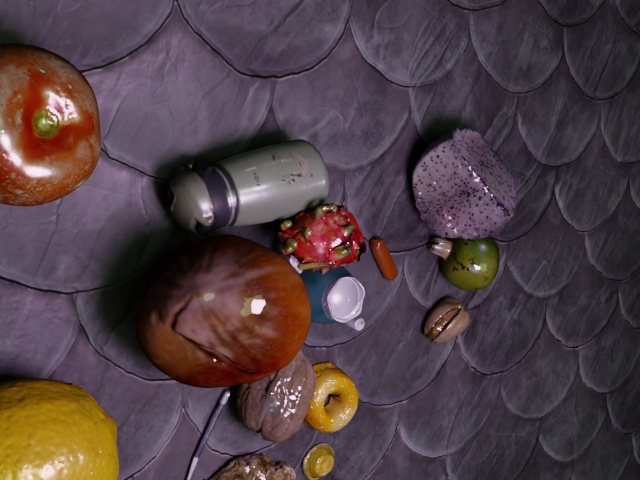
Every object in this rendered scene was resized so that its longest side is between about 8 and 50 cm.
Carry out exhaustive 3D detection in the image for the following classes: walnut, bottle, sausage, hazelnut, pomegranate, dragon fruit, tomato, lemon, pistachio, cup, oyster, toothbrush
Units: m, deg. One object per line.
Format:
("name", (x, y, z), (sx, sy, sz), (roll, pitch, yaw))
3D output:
("walnut", (-0.102, 0.349, 1.586), (0.178, 0.178, 0.230), (26, 89, -37))
("bottle", (-0.161, -0.112, 1.464), (0.347, 0.168, 0.168), (-16, 108, -31))
("sausage", (0.168, 0.048, 1.811), (0.041, 0.039, 0.131), (-38, 119, -23))
("hazelnut", (-0.200, 0.142, 1.377), (0.372, 0.372, 0.315), (-16, 70, -33))
("pomegranate", (0.401, 0.050, 1.919), (0.209, 0.180, 0.180), (19, 86, -9))
("dragon fruit", (0.380, -0.152, 1.844), (0.283, 0.204, 0.221), (50, 38, -8))
("tomato", (-0.517, -0.194, 1.151), (0.270, 0.222, 0.270), (-2, 92, -56))
("lemon", (-0.527, 0.401, 1.197), (0.336, 0.336, 0.336), (-8, 103, -35))
("dragon fruit", (0.000, 0.000, 1.485), (0.172, 0.166, 0.160), (-20, 109, -9))
("pistachio", (0.361, 0.232, 1.955), (0.149, 0.113, 0.113), (-36, 119, -9))
("cup", (0.013, 0.124, 1.628), (0.300, 0.173, 0.167), (46, 70, -32))
("oyster", (-0.193, 0.617, 1.625), (0.294, 0.094, 0.166), (-36, 126, -19))
("toothbrush", (-0.279, 0.480, 1.573), (0.026, 0.024, 0.288), (28, 82, -22))

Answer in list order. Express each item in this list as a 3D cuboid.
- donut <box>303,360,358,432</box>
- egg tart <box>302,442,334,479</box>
("donut", (0.021, 0.412, 1.748), (0.174, 0.074, 0.190), (-39, 119, -25))
("egg tart", (0.001, 0.586, 1.788), (0.105, 0.039, 0.105), (-6, 100, -35))
